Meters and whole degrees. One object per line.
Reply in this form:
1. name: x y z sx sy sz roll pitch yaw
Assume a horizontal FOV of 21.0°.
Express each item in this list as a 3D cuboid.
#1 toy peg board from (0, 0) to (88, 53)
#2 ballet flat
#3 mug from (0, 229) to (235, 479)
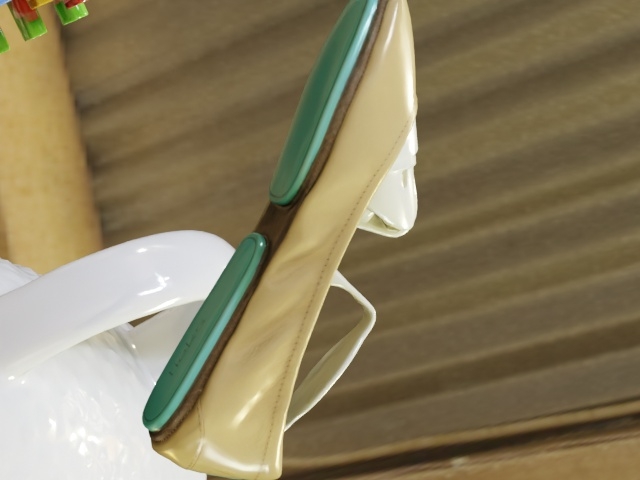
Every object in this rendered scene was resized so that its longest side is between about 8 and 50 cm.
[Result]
1. toy peg board: -0.218 -0.171 1.182 0.079 0.161 0.160 66 -18 -10
2. ballet flat: 0.000 0.000 0.766 0.073 0.080 0.232 26 -85 -14
3. mug: -0.204 0.109 1.024 0.374 0.328 0.276 -31 -108 5
